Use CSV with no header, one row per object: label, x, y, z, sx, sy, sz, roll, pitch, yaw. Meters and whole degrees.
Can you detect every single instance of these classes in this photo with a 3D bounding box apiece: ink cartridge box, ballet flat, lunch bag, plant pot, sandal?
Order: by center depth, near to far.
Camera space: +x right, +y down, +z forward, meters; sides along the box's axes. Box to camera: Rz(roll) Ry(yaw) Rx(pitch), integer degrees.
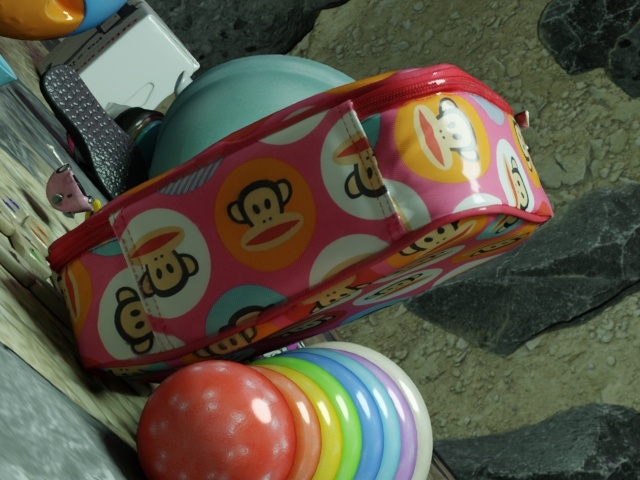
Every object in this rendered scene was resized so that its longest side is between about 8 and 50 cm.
lunch bag,0.000,0.000,1.124,0.120,0.293,0.258,70,17,11
plant pot,-0.057,-0.025,1.878,0.293,0.293,0.196,48,27,-19
sandal,-0.251,-0.111,1.929,0.040,0.067,0.179,-30,-86,49
ballet flat,-0.228,-0.104,2.091,0.096,0.095,0.280,39,-11,12
ink cartridge box,-0.269,-0.229,2.299,0.100,0.172,0.237,48,2,-22

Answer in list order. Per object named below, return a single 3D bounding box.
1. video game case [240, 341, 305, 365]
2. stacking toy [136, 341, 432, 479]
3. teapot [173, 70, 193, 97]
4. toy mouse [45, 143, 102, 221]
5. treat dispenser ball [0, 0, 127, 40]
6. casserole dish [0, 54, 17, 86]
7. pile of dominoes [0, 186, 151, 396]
video game case,-0.067,0.070,1.375,0.210,0.042,0.232,58,-13,-9
stacking toy,-0.023,0.127,1.092,0.141,0.141,0.330,49,6,13
teapot,-0.075,-0.060,2.109,0.252,0.187,0.256,53,31,-79
toy mouse,-0.183,-0.006,1.398,0.161,0.031,0.143,58,-1,-4
treat dispenser ball,-0.325,-0.370,1.991,0.288,0.288,0.288,49,1,-1
casserole dish,-0.354,-0.202,1.631,0.114,0.037,0.188,50,2,35
pile of dominoes,-0.194,-0.012,1.197,0.251,0.040,0.196,49,1,-29
